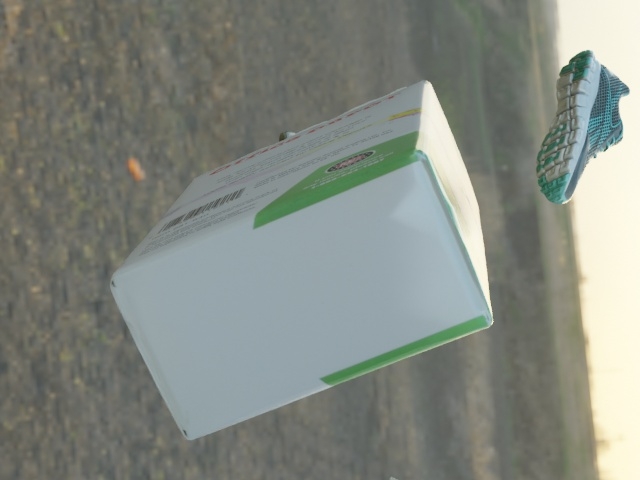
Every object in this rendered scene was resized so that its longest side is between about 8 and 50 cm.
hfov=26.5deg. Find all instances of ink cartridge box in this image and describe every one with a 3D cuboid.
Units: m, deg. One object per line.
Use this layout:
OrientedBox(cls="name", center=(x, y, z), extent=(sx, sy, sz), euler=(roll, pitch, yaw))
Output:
OrientedBox(cls="ink cartridge box", center=(0.000, 0.000, 0.908), extent=(0.278, 0.201, 0.117), euler=(-71, 138, -74))

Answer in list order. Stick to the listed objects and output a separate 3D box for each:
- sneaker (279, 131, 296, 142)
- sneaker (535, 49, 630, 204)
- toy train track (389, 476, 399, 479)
OrientedBox(cls="sneaker", center=(-0.078, -0.014, 1.659), extent=(0.272, 0.108, 0.100), euler=(-55, -174, -15))
OrientedBox(cls="sneaker", center=(0.267, -0.106, 1.346), extent=(0.065, 0.076, 0.167), euler=(-21, -134, 62))
OrientedBox(cls="toy train track", center=(0.043, 0.228, 1.086), extent=(0.014, 0.048, 0.083), euler=(94, 22, -58))
